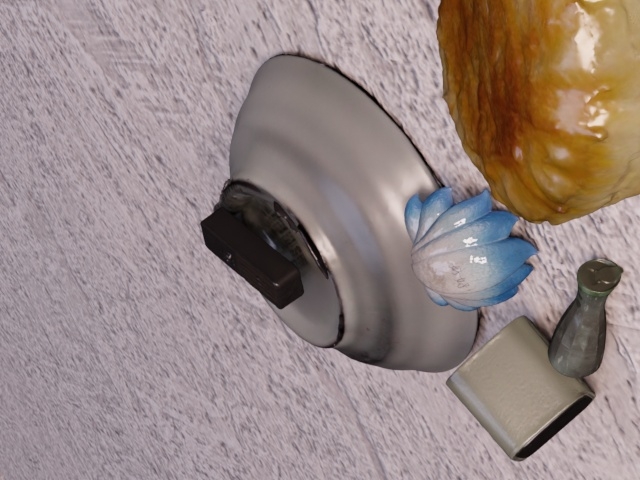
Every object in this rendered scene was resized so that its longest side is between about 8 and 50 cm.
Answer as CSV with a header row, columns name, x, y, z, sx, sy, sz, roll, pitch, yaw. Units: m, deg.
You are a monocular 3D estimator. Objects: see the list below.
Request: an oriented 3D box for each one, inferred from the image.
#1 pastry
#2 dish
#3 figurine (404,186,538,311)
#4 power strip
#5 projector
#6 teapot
name,x,y,z,sx,sy,sz,roll,pitch,yaw
pastry,0.150,-0.130,1.159,0.257,0.121,0.236,-161,63,-75
dish,0.000,0.000,1.684,0.316,0.106,0.316,44,154,28
figurine,0.121,0.008,1.519,0.114,0.079,0.114,9,115,19
power strip,-0.060,0.015,1.650,0.111,0.029,0.038,38,153,36
projector,0.159,0.118,1.535,0.082,0.083,0.083,50,-174,15
teapot,0.200,0.056,1.454,0.043,0.043,0.110,44,150,27
